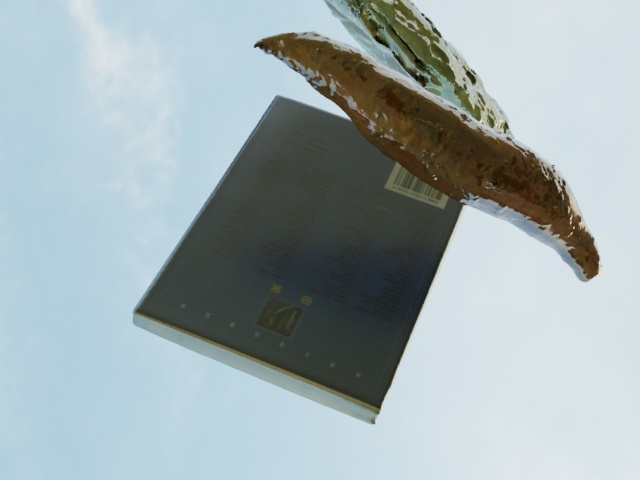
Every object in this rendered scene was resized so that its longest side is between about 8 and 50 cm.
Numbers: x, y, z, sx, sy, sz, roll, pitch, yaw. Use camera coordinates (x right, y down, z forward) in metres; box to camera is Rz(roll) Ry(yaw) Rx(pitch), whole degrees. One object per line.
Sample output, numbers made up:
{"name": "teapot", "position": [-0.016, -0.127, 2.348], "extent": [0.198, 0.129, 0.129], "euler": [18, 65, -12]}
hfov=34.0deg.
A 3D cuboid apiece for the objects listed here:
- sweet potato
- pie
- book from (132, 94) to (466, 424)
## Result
{"name": "sweet potato", "position": [0.091, -0.068, 0.768], "extent": [0.314, 0.072, 0.066], "euler": [30, -80, -10]}
{"name": "pie", "position": [0.104, -0.205, 1.163], "extent": [0.071, 0.306, 0.306], "euler": [-45, -77, 4]}
{"name": "book", "position": [0.000, 0.000, 0.817], "extent": [0.191, 0.025, 0.269], "euler": [21, -131, 8]}
